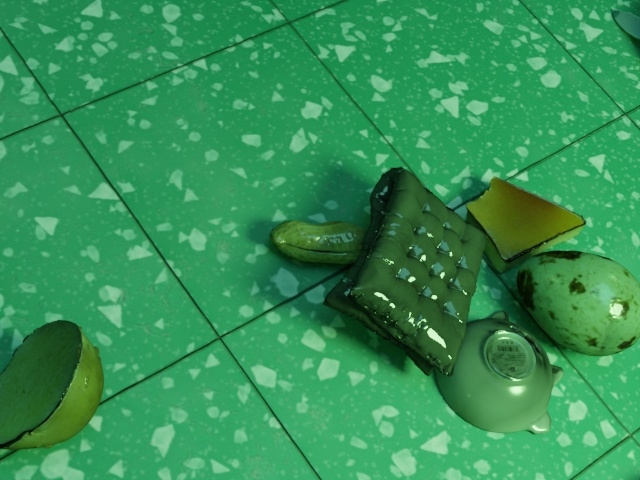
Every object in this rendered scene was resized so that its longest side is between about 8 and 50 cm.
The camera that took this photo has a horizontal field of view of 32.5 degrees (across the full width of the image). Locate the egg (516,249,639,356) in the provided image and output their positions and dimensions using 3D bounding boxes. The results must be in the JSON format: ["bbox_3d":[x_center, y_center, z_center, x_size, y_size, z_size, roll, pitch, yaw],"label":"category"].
[{"bbox_3d":[0.441,0.100,1.860,0.231,0.169,0.169,26,55,15],"label":"egg"}]

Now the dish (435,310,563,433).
[{"bbox_3d":[0.304,0.197,1.811,0.236,0.086,0.228,27,56,2],"label":"dish"}]

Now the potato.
[{"bbox_3d":[-0.381,0.227,1.593,0.117,0.182,0.202,43,54,-40],"label":"potato"}]

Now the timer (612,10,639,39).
[{"bbox_3d":[0.750,-0.423,2.297,0.175,0.175,0.255,-3,31,-17],"label":"timer"}]

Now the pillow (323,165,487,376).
[{"bbox_3d":[0.156,0.043,1.812,0.228,0.101,0.326,39,48,-17],"label":"pillow"}]

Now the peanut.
[{"bbox_3d":[0.000,0.000,1.860,0.175,0.080,0.080,5,58,-9],"label":"peanut"}]

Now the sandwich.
[{"bbox_3d":[0.361,-0.046,1.992,0.193,0.058,0.162,-23,67,-23],"label":"sandwich"}]
